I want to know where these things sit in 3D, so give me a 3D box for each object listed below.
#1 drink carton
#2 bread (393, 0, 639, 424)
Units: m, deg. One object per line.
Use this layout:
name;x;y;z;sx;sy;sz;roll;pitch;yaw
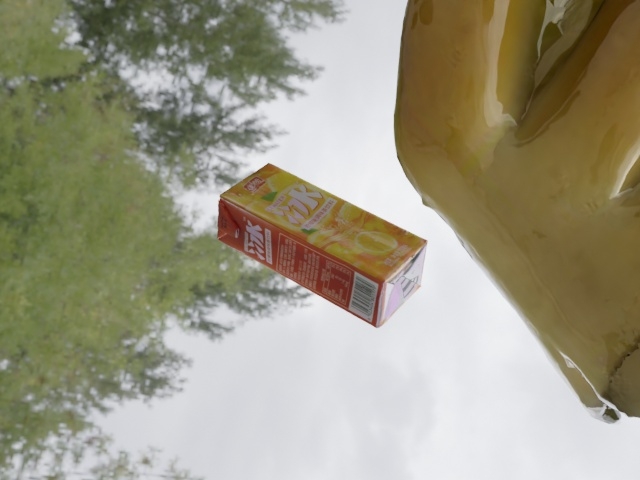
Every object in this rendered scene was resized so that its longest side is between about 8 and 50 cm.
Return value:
drink carton;0.000;0.000;1.007;0.223;0.096;0.071;27;-47;24
bread;0.179;-0.072;0.482;0.211;0.315;0.270;-42;-110;24
